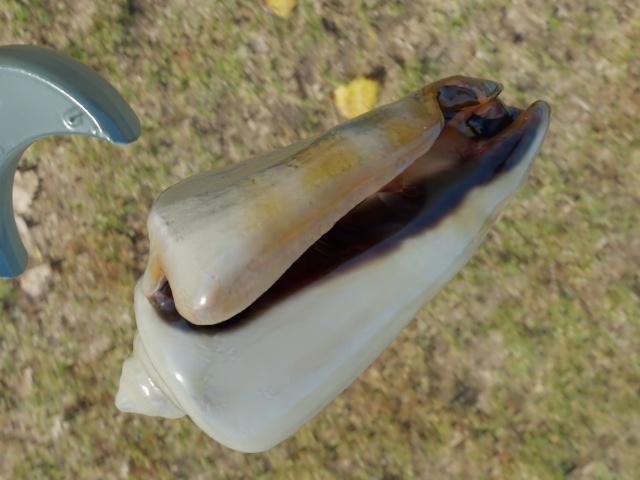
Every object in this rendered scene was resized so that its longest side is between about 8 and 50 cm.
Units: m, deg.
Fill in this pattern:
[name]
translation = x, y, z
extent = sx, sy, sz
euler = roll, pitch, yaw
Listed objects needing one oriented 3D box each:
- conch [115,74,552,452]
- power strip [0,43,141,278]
[conch]
translation = 0.002, 0.007, 0.528
extent = 0.176, 0.094, 0.104
euler = -24, 127, 15
[power strip]
translation = -0.231, -0.060, 1.120
extent = 0.137, 0.044, 0.216
euler = 45, 126, -5
